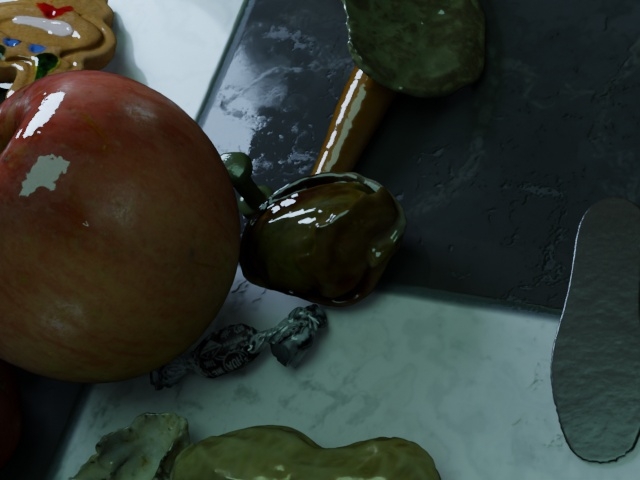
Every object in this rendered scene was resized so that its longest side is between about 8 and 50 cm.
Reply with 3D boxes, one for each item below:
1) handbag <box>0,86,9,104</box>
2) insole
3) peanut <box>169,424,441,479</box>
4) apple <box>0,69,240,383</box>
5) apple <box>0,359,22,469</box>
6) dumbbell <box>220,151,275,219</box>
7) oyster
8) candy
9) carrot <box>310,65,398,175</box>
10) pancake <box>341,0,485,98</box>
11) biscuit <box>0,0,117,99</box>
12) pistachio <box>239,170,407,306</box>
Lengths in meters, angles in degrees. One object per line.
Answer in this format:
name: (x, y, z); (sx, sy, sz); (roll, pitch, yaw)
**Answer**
handbag: (-0.552, -0.110, 1.959); (0.416, 0.180, 0.316); (15, 64, 13)
insole: (0.316, 0.093, 1.618); (0.111, 0.007, 0.328); (-1, 61, 20)
peanut: (-0.018, 0.272, 1.570); (0.305, 0.147, 0.147); (3, 63, 22)
apple: (-0.263, -0.007, 1.678); (0.364, 0.364, 0.364); (-10, 58, 16)
apple: (-0.483, 0.195, 1.747); (0.260, 0.216, 0.260); (-10, 57, 15)
dumbbell: (-0.094, -0.067, 1.805); (0.052, 0.118, 0.046); (-6, 65, 16)
oyster: (-0.248, 0.354, 1.630); (0.166, 0.110, 0.341); (0, 59, 15)
candy: (-0.101, 0.128, 1.740); (0.226, 0.051, 0.094); (-15, 37, 12)
carrot: (0.032, -0.126, 1.826); (0.069, 0.069, 0.336); (18, 72, 29)
pancake: (0.113, -0.283, 1.843); (0.222, 0.042, 0.236); (-23, 73, -32)
biscuit: (-0.390, -0.270, 1.989); (0.202, 0.047, 0.334); (16, 37, 8)
pistachio: (0.000, 0.000, 1.725); (0.210, 0.130, 0.165); (-18, 73, 15)
